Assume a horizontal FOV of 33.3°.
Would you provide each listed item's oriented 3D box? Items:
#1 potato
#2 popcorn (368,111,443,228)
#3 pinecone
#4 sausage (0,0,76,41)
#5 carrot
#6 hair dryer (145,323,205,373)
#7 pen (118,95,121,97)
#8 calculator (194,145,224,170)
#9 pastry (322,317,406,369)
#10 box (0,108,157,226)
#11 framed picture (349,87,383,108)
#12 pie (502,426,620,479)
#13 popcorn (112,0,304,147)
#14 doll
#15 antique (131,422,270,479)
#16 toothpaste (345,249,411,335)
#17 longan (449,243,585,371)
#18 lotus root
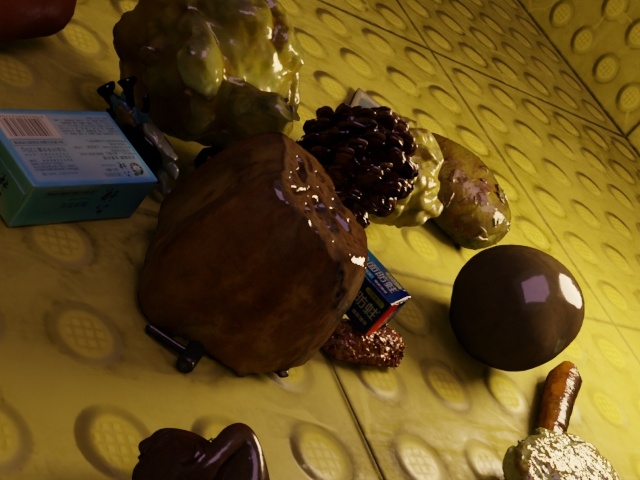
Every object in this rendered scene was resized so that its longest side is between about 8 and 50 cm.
[{"bbox_3d":[0.271,-0.109,2.189,0.176,0.141,0.298,-24,69,-45],"label":"potato"},{"bbox_3d":[0.125,-0.124,1.993,0.235,0.217,0.181,46,54,-4],"label":"popcorn"},{"bbox_3d":[0.050,-0.117,1.748,0.221,0.221,0.221,31,30,-20],"label":"pinecone"},{"bbox_3d":[-0.480,-0.369,1.642,0.133,0.133,0.258,47,28,11],"label":"sausage"},{"bbox_3d":[0.408,0.304,1.871,0.066,0.066,0.314,41,31,0],"label":"carrot"},{"bbox_3d":[-0.193,0.134,1.391,0.083,0.026,0.047,36,27,-2],"label":"hair dryer"},{"bbox_3d":[-0.263,-0.234,1.824,0.028,0.028,0.239,50,30,17],"label":"pen"},{"bbox_3d":[-0.077,-0.026,1.729,0.248,0.058,0.274,19,35,-34],"label":"calculator"},{"bbox_3d":[0.073,0.154,1.653,0.169,0.063,0.087,10,38,-43],"label":"pastry"},{"bbox_3d":[-0.355,-0.102,1.465,0.142,0.083,0.232,51,28,19],"label":"box"},{"bbox_3d":[0.178,-0.211,2.356,0.289,0.016,0.213,37,28,-8],"label":"framed picture"},{"bbox_3d":[0.385,0.391,1.669,0.248,0.090,0.201,29,37,-20],"label":"pie"},{"bbox_3d":[-0.162,-0.277,1.662,0.274,0.336,0.279,36,59,-45],"label":"popcorn"},{"bbox_3d":[-0.266,-0.146,1.591,0.070,0.096,0.195,-49,121,-55],"label":"doll"},{"bbox_3d":[-0.110,0.309,1.152,0.143,0.121,0.256,-14,66,-47],"label":"antique"},{"bbox_3d":[0.001,0.000,1.639,0.320,0.076,0.066,48,32,16],"label":"toothpaste"},{"bbox_3d":[0.343,0.121,1.873,0.248,0.248,0.248,31,30,-20],"label":"longan"},{"bbox_3d":[-0.058,0.006,1.476,0.316,0.250,0.316,30,38,-26],"label":"lotus root"}]
